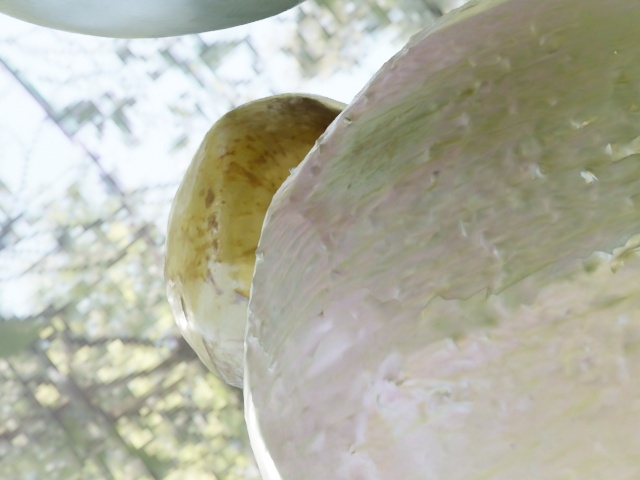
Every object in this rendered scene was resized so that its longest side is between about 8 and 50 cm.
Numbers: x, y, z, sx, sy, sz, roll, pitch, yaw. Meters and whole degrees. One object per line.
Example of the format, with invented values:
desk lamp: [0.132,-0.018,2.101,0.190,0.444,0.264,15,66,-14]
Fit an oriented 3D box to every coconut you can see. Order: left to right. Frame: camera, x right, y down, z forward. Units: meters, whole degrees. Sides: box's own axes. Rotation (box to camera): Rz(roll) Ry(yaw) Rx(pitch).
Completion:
coconut: [0.136,0.072,0.919,0.404,0.404,0.404,38,-149,-28]

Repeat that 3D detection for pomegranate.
pomegranate: [0.000,0.000,1.205,0.215,0.215,0.215,38,-149,-28]

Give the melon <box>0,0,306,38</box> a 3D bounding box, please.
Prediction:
melon: [-0.061,-0.198,0.585,0.330,0.268,0.268,45,-159,-61]
